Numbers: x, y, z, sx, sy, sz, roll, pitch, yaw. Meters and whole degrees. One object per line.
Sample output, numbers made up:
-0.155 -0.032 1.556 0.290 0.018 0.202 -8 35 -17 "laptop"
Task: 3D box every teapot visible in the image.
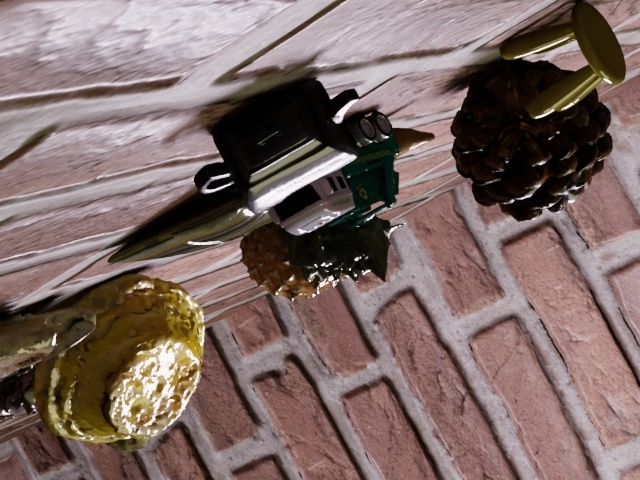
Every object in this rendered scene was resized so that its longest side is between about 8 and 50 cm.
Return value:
-0.041 -0.092 1.459 0.177 0.087 0.096 -28 171 7 "teapot"

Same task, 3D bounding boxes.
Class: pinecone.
0.269 -0.142 2.071 0.221 0.221 0.221 -28 176 -2 "pinecone"

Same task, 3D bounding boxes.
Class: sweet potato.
0.055 -0.106 2.005 0.206 0.068 0.060 -22 -149 -16 "sweet potato"

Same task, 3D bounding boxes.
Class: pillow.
-0.122 -0.023 1.912 0.208 0.052 0.212 -23 178 30 "pillow"

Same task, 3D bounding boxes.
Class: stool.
0.299 -0.220 1.907 0.110 0.134 0.135 -29 131 30 "stool"

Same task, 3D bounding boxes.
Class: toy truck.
0.021 -0.071 1.850 0.110 0.116 0.216 -30 175 33 "toy truck"

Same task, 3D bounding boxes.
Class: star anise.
-0.499 0.263 2.751 0.231 0.089 0.209 -20 -174 -18 "star anise"

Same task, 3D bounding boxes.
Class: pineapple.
0.000 0.000 2.038 0.169 0.169 0.340 -27 -175 -14 "pineapple"

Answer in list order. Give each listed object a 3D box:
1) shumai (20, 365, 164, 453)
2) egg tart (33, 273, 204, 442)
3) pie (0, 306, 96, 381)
-0.337 0.195 2.421 0.218 0.256 0.189 5 -149 24 "shumai"
-0.266 0.186 2.218 0.294 0.123 0.294 -27 134 -32 "egg tart"
-0.444 0.158 1.985 0.337 0.075 0.337 -24 178 -1 "pie"
